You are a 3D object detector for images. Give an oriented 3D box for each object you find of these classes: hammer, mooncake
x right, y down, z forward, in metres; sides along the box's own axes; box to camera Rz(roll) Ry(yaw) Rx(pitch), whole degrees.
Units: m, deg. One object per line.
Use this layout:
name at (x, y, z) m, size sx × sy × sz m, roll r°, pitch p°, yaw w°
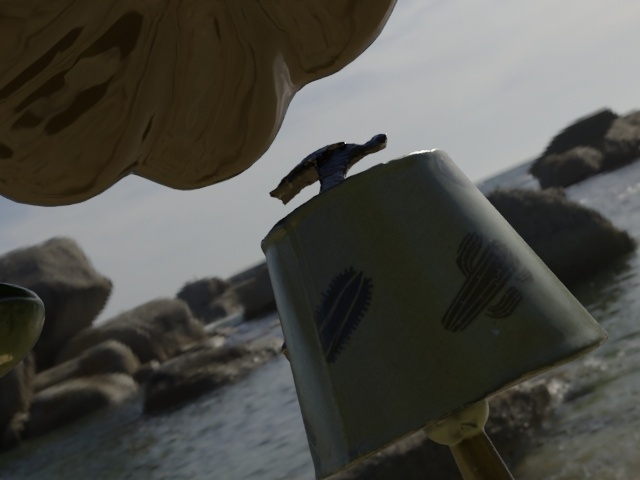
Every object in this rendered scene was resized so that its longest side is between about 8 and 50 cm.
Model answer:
hammer at (0.000, -0.001, 0.932) m, size 0.125 × 0.027 × 0.297 m, roll -22°, pitch 31°, yaw 21°
mooncake at (-0.109, -0.201, 0.566) m, size 0.378 × 0.378 × 0.201 m, roll -23°, pitch 44°, yaw -22°

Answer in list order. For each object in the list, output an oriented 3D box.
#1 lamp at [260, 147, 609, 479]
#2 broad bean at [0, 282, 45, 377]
lamp at (0.060, 0.077, 0.389) m, size 0.121 × 0.214 × 0.121 m, roll -28°, pitch -11°, yaw -6°
broad bean at (-0.221, 0.067, 0.405) m, size 0.256 × 0.052 × 0.052 m, roll -16°, pitch 5°, yaw -36°
